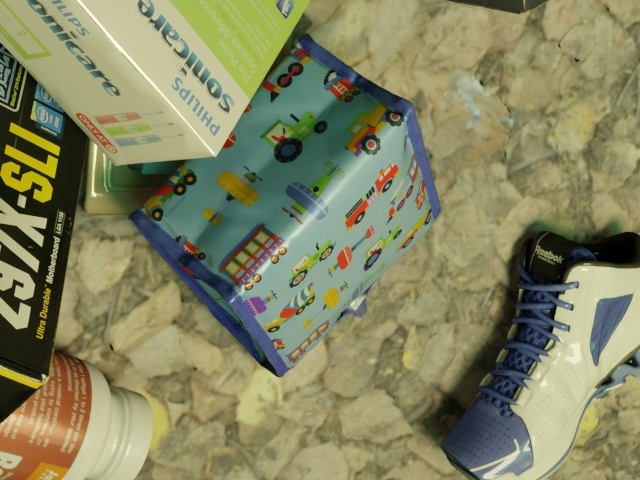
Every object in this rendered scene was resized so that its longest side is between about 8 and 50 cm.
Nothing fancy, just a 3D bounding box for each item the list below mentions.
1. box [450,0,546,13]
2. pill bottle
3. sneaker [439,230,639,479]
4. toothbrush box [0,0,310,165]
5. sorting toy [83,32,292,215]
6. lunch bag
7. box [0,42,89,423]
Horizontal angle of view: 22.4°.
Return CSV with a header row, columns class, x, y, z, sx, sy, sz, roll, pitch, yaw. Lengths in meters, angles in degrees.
class,x,y,z,sx,sy,sz,roll,pitch,yaw
box,0.180,-0.390,1.284,0.312,0.179,0.343,-27,124,-44
pill bottle,-0.259,0.149,1.389,0.216,0.121,0.121,20,101,-32
sneaker,0.228,0.094,1.625,0.315,0.127,0.182,-39,120,-15
toothbrush box,-0.114,-0.230,1.231,0.206,0.122,0.283,49,54,-34
sorting toy,-0.107,-0.109,1.400,0.348,0.047,0.196,-2,112,-26
lunch bag,0.000,0.000,1.434,0.221,0.138,0.293,-47,149,-9
box,-0.302,-0.054,1.158,0.257,0.322,0.079,29,132,-27
